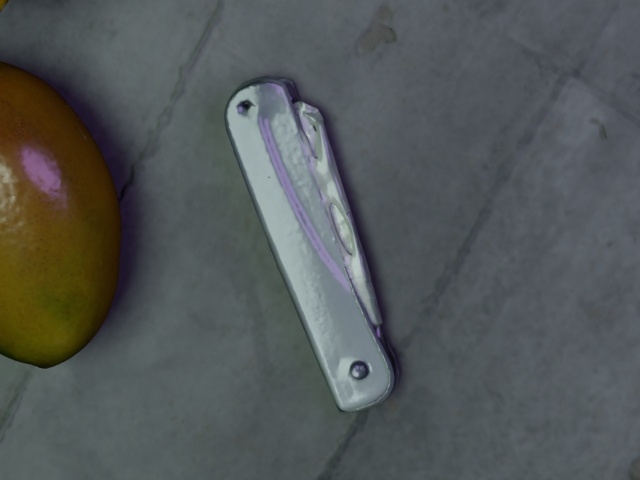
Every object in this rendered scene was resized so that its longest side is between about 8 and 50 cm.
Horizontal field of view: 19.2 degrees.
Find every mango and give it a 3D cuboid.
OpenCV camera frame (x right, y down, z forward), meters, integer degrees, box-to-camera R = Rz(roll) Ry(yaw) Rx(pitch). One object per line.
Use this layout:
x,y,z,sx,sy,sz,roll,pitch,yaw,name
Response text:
-0.242,-0.029,1.465,0.175,0.139,0.254,-30,98,35,mango

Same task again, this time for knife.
-0.003,0.002,1.436,0.073,0.040,0.265,-18,95,13,knife

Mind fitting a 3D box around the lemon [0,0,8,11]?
-0.277,-0.298,1.371,0.234,0.233,0.288,-4,102,20,lemon
